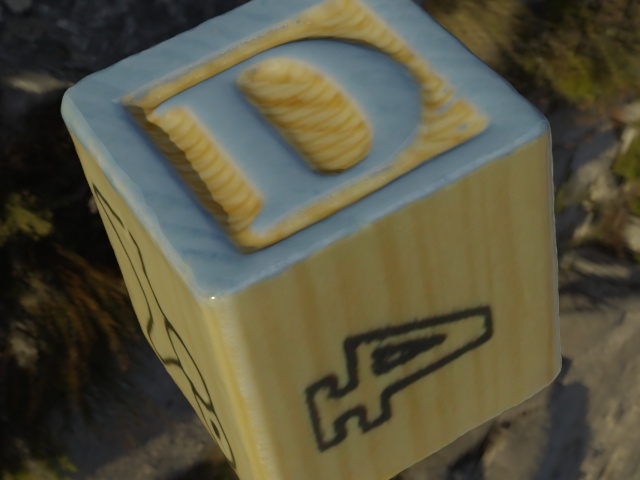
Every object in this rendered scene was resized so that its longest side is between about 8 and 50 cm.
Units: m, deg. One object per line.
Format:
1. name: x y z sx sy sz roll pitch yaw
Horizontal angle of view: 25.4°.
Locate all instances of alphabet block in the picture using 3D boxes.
1. alphabet block: 0.000 0.000 0.767 0.193 0.192 0.197 -26 138 -14
